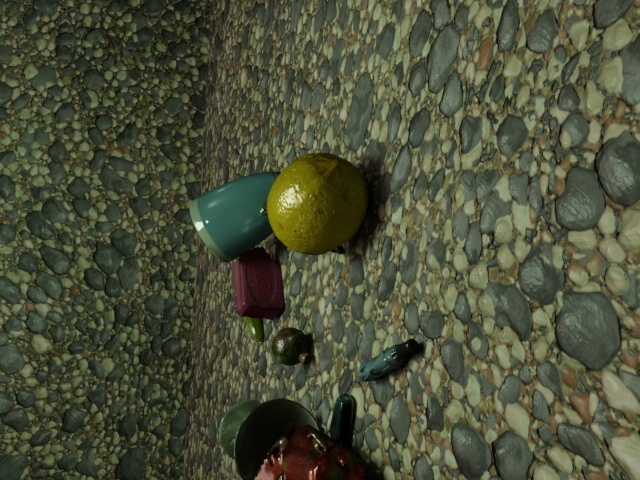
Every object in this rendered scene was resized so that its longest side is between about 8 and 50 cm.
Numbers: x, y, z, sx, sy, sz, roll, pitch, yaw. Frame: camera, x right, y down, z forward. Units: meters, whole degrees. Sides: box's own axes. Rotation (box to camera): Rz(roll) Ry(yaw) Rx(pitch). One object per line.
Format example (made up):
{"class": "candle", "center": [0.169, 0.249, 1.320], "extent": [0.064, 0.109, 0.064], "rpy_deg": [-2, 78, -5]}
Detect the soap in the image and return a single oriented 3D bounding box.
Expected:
{"class": "soap", "center": [-0.225, 0.146, 2.391], "extent": [0.099, 0.162, 0.250], "rpy_deg": [126, 141, -51]}

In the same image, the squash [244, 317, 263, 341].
{"class": "squash", "center": [-0.253, 0.296, 2.565], "extent": [0.066, 0.066, 0.201], "rpy_deg": [-60, 39, 46]}

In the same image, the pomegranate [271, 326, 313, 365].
{"class": "pomegranate", "center": [-0.085, 0.325, 2.083], "extent": [0.130, 0.130, 0.130], "rpy_deg": [-175, 90, -68]}

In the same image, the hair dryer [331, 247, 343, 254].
{"class": "hair dryer", "center": [0.000, 0.000, 2.017], "extent": [0.255, 0.069, 0.128], "rpy_deg": [47, 129, 55]}

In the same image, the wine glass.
{"class": "wine glass", "center": [-0.175, 0.611, 2.095], "extent": [0.406, 0.267, 0.267], "rpy_deg": [154, 118, -71]}

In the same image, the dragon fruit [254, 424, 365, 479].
{"class": "dragon fruit", "center": [-0.010, 0.624, 1.625], "extent": [0.262, 0.314, 0.296], "rpy_deg": [32, 88, 22]}

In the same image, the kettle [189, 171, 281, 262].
{"class": "kettle", "center": [-0.238, -0.126, 2.341], "extent": [0.247, 0.342, 0.319], "rpy_deg": [56, -170, -24]}

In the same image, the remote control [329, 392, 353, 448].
{"class": "remote control", "center": [0.049, 0.513, 1.804], "extent": [0.072, 0.042, 0.222], "rpy_deg": [-140, 58, -66]}

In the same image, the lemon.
{"class": "lemon", "center": [-0.011, -0.093, 1.797], "extent": [0.310, 0.257, 0.258], "rpy_deg": [-46, 43, 39]}

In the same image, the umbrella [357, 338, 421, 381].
{"class": "umbrella", "center": [0.154, 0.279, 1.583], "extent": [0.250, 0.053, 0.052], "rpy_deg": [131, 139, -56]}
